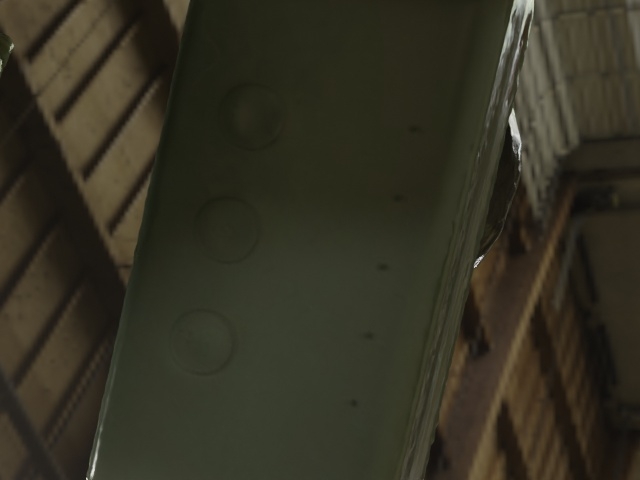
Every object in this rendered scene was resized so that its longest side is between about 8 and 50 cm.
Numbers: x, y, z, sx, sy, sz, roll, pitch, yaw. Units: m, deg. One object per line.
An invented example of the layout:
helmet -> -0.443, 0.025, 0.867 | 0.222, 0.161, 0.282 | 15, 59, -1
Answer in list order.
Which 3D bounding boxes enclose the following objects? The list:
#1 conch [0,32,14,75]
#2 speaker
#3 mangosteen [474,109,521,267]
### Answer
conch -> -0.273, 0.008, 0.688 | 0.169, 0.203, 0.386 | 56, -130, -36
speaker -> 0.000, 0.000, 0.887 | 0.183, 0.184, 0.406 | -9, -68, -76
mangosteen -> 0.020, -0.064, 1.105 | 0.289, 0.231, 0.231 | 0, -93, -30
